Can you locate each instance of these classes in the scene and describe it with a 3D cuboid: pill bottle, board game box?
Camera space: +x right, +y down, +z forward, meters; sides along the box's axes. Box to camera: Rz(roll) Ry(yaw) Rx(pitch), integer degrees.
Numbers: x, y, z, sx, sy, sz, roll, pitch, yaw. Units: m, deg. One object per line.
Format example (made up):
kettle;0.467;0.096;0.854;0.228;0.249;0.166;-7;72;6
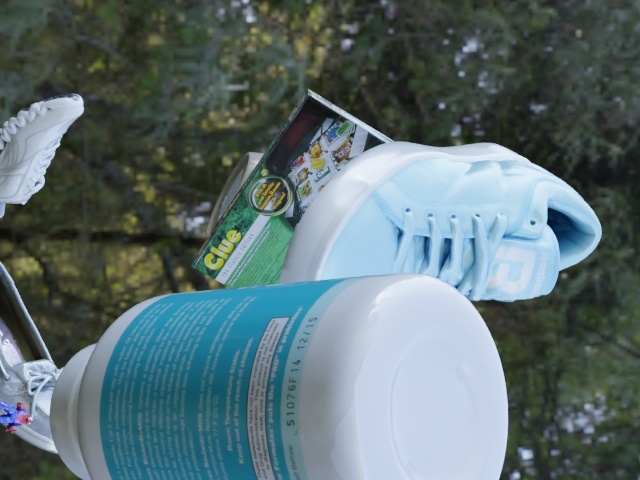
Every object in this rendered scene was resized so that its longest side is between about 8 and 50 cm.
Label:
pill bottle;-0.038;0.098;0.719;0.264;0.146;0.146;-6;-93;40
board game box;-0.028;-0.038;1.477;0.260;0.136;0.030;-53;-163;22

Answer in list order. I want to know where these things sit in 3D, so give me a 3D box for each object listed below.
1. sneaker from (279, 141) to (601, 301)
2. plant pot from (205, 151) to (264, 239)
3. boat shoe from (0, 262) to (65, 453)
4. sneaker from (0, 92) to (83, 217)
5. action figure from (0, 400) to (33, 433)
sneaker;0.124;-0.005;1.076;0.150;0.366;0.135;27;-60;32
plant pot;0.000;0.000;1.647;0.256;0.274;0.256;-57;-165;24
boat shoe;-0.417;0.161;1.746;0.103;0.118;0.320;-49;-124;14
sneaker;-0.465;-0.131;1.986;0.292;0.110;0.118;-32;-89;29
action figure;-0.386;0.219;1.574;0.115;0.030;0.038;52;58;-74
